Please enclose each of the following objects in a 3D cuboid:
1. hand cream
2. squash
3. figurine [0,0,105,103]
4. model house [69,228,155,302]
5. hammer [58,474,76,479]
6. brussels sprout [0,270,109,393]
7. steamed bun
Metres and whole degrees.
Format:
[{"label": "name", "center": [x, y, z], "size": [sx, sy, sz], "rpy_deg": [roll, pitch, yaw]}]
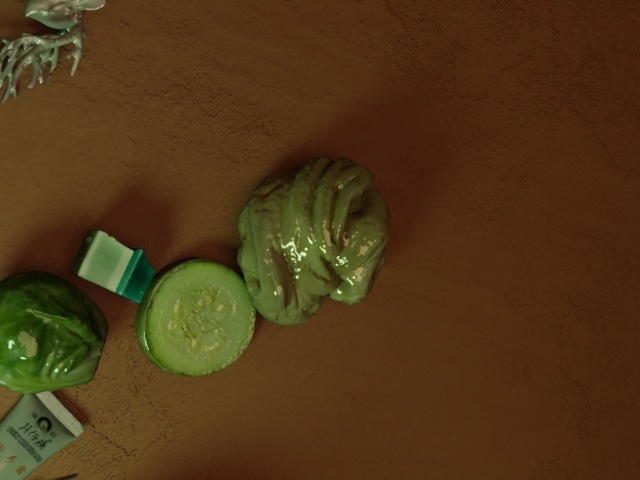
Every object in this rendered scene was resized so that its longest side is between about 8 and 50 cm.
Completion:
[{"label": "hand cream", "center": [-0.604, 0.426, 1.778], "size": [0.140, 0.089, 0.314], "rpy_deg": [49, 64, -15]}, {"label": "squash", "center": [-0.255, 0.164, 1.946], "size": [0.252, 0.049, 0.252], "rpy_deg": [-2, 94, -27]}, {"label": "figurine", "center": [-0.551, -0.428, 1.703], "size": [0.316, 0.206, 0.284], "rpy_deg": [47, 68, -14]}, {"label": "model house", "center": [-0.398, 0.051, 1.826], "size": [0.149, 0.127, 0.100], "rpy_deg": [29, 81, -21]}, {"label": "hammer", "center": [-0.534, 0.481, 1.842], "size": [0.110, 0.035, 0.019], "rpy_deg": [-15, 100, -34]}, {"label": "brussels sprout", "center": [-0.518, 0.171, 1.739], "size": [0.244, 0.244, 0.244], "rpy_deg": [-2, 94, -26]}, {"label": "steamed bun", "center": [0.002, -0.005, 1.957], "size": [0.372, 0.230, 0.325], "rpy_deg": [-20, 99, -27]}]
